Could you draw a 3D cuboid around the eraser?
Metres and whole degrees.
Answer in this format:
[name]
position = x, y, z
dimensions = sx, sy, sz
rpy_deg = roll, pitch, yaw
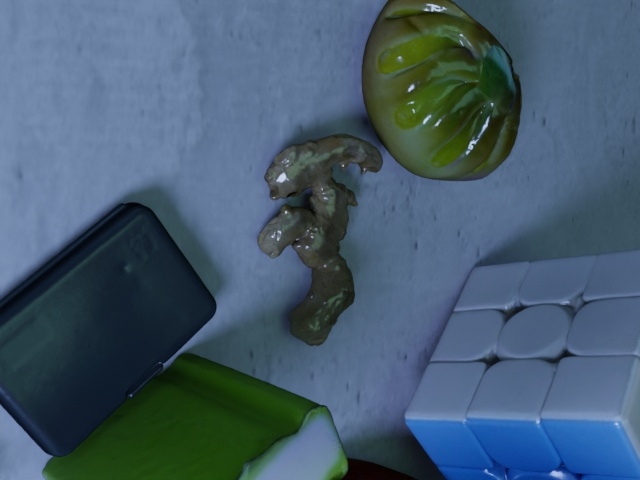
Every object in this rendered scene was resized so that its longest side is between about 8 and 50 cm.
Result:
[eraser]
position = -0.122, 0.213, 0.753
dimensions = 0.210, 0.274, 0.092
rpy_deg = -41, 114, -28

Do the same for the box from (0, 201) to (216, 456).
[box]
position = -0.226, 0.084, 0.805
dimensions = 0.230, 0.050, 0.160
rpy_deg = -44, 117, -26

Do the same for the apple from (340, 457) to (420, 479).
[apple]
position = 0.052, 0.455, 1.002
dimensions = 0.364, 0.295, 0.329
rpy_deg = 7, 127, -36

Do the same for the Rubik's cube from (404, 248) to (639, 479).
[Rubik's cube]
position = 0.334, 0.218, 1.049
dimensions = 0.292, 0.290, 0.291
rpy_deg = 55, 47, -25

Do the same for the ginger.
[ginger]
position = -0.013, -0.005, 0.956
dimensions = 0.149, 0.065, 0.259
rpy_deg = 13, 91, -24

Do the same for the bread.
[bread]
position = 0.148, -0.169, 1.004
dimensions = 0.260, 0.158, 0.156
rpy_deg = 44, 72, -28
